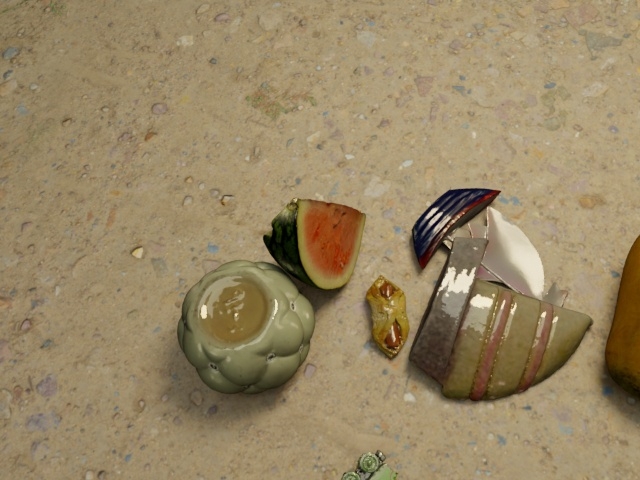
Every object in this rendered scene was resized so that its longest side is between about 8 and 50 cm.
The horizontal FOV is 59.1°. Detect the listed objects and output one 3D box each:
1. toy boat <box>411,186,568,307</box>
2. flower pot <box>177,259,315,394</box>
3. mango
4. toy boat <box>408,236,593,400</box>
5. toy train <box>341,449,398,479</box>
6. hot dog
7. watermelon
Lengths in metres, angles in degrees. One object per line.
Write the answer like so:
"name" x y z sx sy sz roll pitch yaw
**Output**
"toy boat" 0.340 0.002 1.104 0.318 0.072 0.219 19 71 11
"flower pot" -0.132 0.153 1.010 0.246 0.195 0.246 -2 65 5
"mango" 0.630 0.107 0.941 0.264 0.221 0.378 34 82 15
"toy boat" 0.299 0.163 1.005 0.293 0.111 0.276 37 84 9
"toy train" 0.045 0.437 0.928 0.202 0.060 0.081 -43 73 -12
"hot dog" 0.129 0.134 1.064 0.078 0.061 0.168 -8 64 1
"watermelon" -0.024 0.006 1.065 0.128 0.303 0.159 7 92 27
